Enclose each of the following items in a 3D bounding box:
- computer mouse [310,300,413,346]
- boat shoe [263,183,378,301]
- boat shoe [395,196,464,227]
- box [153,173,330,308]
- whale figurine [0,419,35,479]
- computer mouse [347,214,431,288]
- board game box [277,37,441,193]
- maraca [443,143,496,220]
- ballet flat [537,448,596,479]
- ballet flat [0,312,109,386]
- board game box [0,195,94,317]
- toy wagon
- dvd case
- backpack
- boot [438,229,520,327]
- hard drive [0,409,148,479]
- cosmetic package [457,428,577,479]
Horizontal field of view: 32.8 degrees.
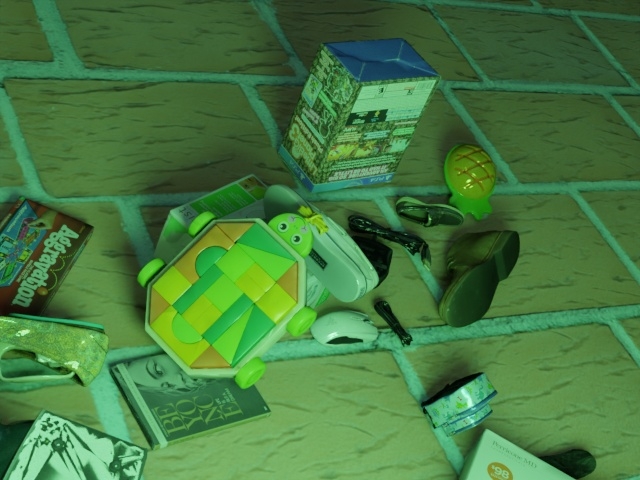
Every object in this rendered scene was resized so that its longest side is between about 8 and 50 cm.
[{"bbox_3d":[0.073,0.157,2.008,0.193,0.042,0.106,-3,47,-31],"label":"computer mouse"},{"bbox_3d":[0.000,0.000,1.927,0.084,0.095,0.258,-22,70,-49],"label":"boat shoe"},{"bbox_3d":[0.233,-0.050,2.327,0.152,0.056,0.049,11,44,-2],"label":"boat shoe"},{"bbox_3d":[-0.127,0.033,1.980,0.262,0.127,0.231,42,40,18],"label":"box"},{"bbox_3d":[-0.419,0.338,1.418,0.272,0.141,0.216,-10,92,-38],"label":"whale figurine"},{"bbox_3d":[0.127,0.047,2.154,0.184,0.060,0.262,18,27,-3],"label":"computer mouse"},{"bbox_3d":[0.078,-0.263,2.290,0.232,0.291,0.141,-10,49,-37],"label":"board game box"},{"bbox_3d":[0.336,-0.133,2.443,0.127,0.099,0.186,9,67,-12],"label":"maraca"},{"bbox_3d":[0.411,0.402,1.917,0.173,0.057,0.049,-1,5,-30],"label":"ballet flat"},{"bbox_3d":[-0.502,0.154,1.662,0.348,0.123,0.123,13,40,-12],"label":"ballet flat"},{"bbox_3d":[-0.503,0.038,1.849,0.145,0.027,0.281,24,38,-4],"label":"board game box"},{"bbox_3d":[-0.130,0.065,1.807,0.344,0.068,0.267,-45,72,-7],"label":"toy wagon"},{"bbox_3d":[-0.210,0.246,1.774,0.221,0.018,0.164,-11,51,-36],"label":"dvd case"},{"bbox_3d":[0.252,0.284,1.901,0.105,0.114,0.084,-26,80,-46],"label":"backpack"},{"bbox_3d":[0.295,0.075,2.204,0.115,0.112,0.305,9,34,30],"label":"boot"},{"bbox_3d":[-0.338,0.352,1.360,0.172,0.054,0.255,28,78,-28],"label":"hard drive"},{"bbox_3d":[0.374,0.506,1.731,0.377,0.097,0.284,29,36,5],"label":"cosmetic package"}]
